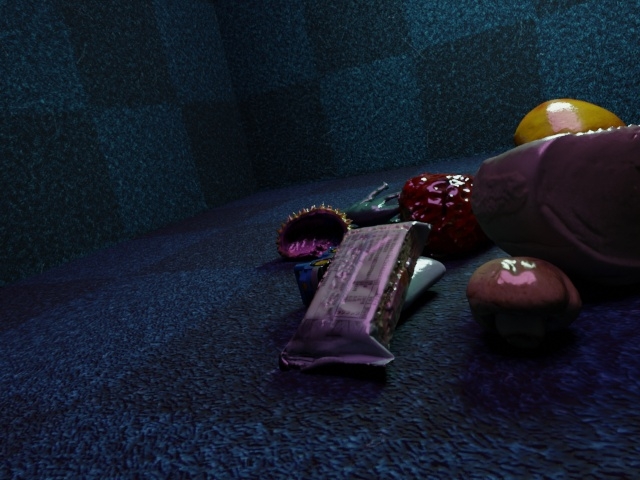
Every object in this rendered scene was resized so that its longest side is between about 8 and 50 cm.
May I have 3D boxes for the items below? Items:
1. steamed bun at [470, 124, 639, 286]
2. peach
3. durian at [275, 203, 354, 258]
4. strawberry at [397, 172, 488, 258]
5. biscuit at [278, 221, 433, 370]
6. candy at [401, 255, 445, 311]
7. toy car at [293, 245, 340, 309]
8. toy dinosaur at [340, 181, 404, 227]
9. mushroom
[{"bbox_3d":[0.465,-0.053,0.774,0.383,0.236,0.247,-7,2,-8],"label":"steamed bun"},{"bbox_3d":[0.746,-0.275,1.389,0.307,0.289,0.289,-16,11,15],"label":"peach"},{"bbox_3d":[0.004,-0.013,1.324,0.260,0.154,0.186,2,-8,23],"label":"durian"},{"bbox_3d":[0.316,-0.084,1.094,0.280,0.150,0.253,1,37,11],"label":"strawberry"},{"bbox_3d":[0.063,0.076,0.750,0.186,0.079,0.309,-8,39,33],"label":"biscuit"},{"bbox_3d":[0.133,0.076,0.865,0.138,0.071,0.174,1,20,42],"label":"candy"},{"bbox_3d":[0.009,0.077,0.924,0.100,0.097,0.191,-10,11,27],"label":"toy car"},{"bbox_3d":[0.112,-0.057,1.485,0.330,0.130,0.383,-27,17,-16],"label":"toy dinosaur"},{"bbox_3d":[0.265,0.080,0.625,0.148,0.148,0.112,-4,54,31],"label":"mushroom"}]
